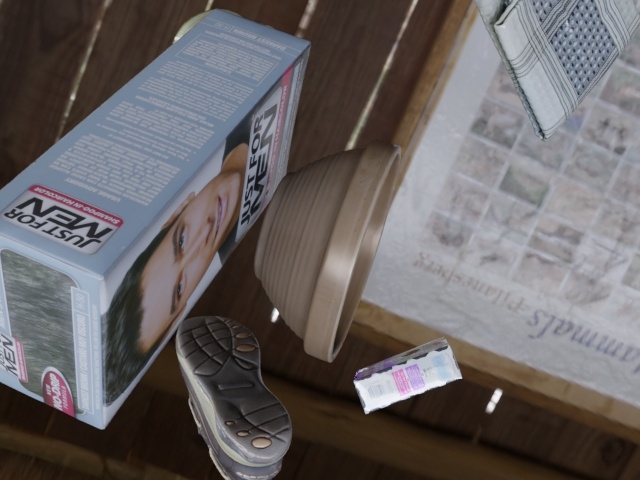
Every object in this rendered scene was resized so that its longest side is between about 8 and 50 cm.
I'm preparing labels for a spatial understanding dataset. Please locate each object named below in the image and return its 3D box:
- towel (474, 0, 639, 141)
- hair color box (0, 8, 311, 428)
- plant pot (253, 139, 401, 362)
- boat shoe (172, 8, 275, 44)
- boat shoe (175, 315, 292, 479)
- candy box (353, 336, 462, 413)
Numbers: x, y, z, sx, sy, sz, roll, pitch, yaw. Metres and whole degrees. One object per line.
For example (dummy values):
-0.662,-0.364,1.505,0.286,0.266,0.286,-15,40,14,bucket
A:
0.415,-0.381,1.319,0.056,0.312,0.324,28,162,51,towel
-0.140,-0.041,0.712,0.113,0.185,0.374,22,-136,9,hair color box
0.000,0.000,0.835,0.109,0.237,0.237,17,-169,7,plant pot
-0.094,-0.233,0.985,0.073,0.080,0.223,38,-157,17,boat shoe
-0.150,0.241,1.193,0.132,0.130,0.355,3,-154,-21,boat shoe
0.171,0.262,1.550,0.165,0.196,0.070,15,-126,-84,candy box
